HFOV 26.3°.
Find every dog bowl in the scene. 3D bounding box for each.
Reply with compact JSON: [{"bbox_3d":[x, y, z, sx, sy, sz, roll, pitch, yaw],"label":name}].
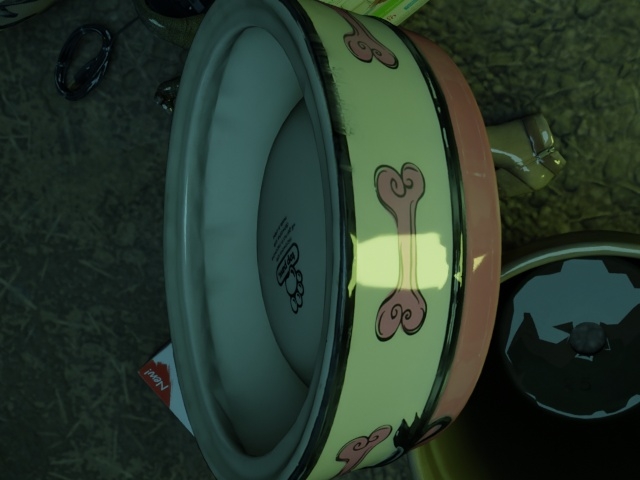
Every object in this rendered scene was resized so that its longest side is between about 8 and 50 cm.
[{"bbox_3d":[0.000,0.000,1.095,0.150,0.408,0.408,0,106,-23],"label":"dog bowl"}]

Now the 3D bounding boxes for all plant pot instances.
[{"bbox_3d":[0.245,0.125,1.235,0.323,0.280,0.323,2,105,8],"label":"plant pot"}]

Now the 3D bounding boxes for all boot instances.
[{"bbox_3d":[0.177,-0.097,1.318,0.087,0.042,0.118,-31,99,8],"label":"boot"}]

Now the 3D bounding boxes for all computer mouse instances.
[{"bbox_3d":[-0.172,-0.220,1.342,0.242,0.041,0.071,-35,98,21],"label":"computer mouse"}]

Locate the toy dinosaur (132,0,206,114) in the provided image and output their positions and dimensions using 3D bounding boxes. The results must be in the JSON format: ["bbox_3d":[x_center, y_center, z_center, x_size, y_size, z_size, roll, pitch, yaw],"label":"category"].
[{"bbox_3d":[-0.054,-0.138,1.317,0.160,0.121,0.313,-41,90,3],"label":"toy dinosaur"}]

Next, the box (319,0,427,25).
[{"bbox_3d":[0.061,-0.305,1.168,0.262,0.231,0.127,-38,69,16],"label":"box"}]

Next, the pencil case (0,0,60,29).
[{"bbox_3d":[-0.349,-0.387,1.257,0.183,0.160,0.410,-26,99,-3],"label":"pencil case"}]

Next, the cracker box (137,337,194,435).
[{"bbox_3d":[-0.047,0.114,1.386,0.232,0.067,0.156,-40,95,16],"label":"cracker box"}]
